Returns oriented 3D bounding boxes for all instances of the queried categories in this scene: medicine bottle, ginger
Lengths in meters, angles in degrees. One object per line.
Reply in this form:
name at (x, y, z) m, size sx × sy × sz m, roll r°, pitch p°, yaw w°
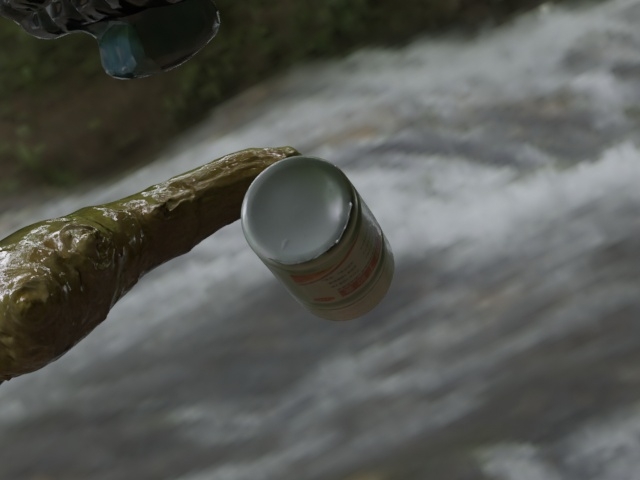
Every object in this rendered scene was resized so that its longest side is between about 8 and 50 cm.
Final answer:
medicine bottle at (0.000, 0.000, 0.941) m, size 0.057 × 0.057 × 0.089 m, roll -27°, pitch -25°, yaw 4°
ginger at (-0.148, 0.022, 1.209) m, size 0.333 × 0.081 × 0.148 m, roll -34°, pitch -10°, yaw -29°

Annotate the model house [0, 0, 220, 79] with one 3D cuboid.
model house at (-0.084, -0.234, 0.770) m, size 0.297 × 0.339 × 0.360 m, roll -27°, pitch 12°, yaw -23°
